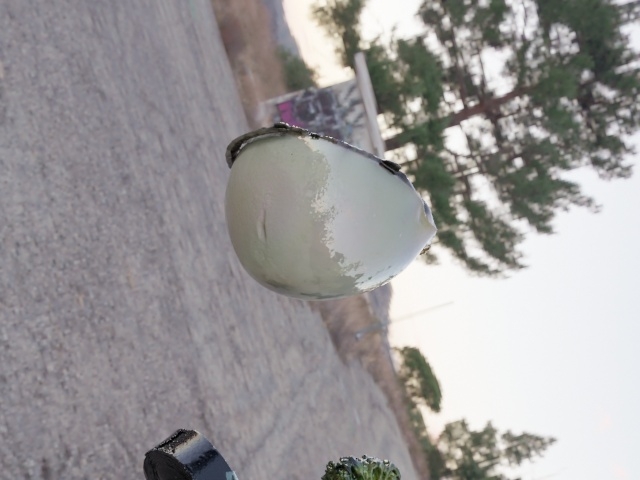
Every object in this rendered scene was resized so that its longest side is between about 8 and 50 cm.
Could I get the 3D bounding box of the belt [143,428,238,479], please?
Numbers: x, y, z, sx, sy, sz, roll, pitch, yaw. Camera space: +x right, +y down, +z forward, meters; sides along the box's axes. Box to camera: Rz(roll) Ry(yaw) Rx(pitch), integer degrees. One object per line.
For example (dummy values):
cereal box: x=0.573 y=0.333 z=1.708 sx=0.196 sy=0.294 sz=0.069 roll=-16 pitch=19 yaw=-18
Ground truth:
belt: x=-0.187 y=0.391 z=1.342 sx=0.078 sy=0.151 sz=0.198 roll=-33 pitch=100 yaw=-43

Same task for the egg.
egg: x=-0.005 y=-0.001 z=1.083 sx=0.286 sy=0.264 sz=0.174 roll=43 pitch=59 yaw=-53

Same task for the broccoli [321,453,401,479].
broccoli: x=0.074 y=0.584 z=1.759 sx=0.145 sy=0.164 sz=0.304 roll=120 pitch=-18 yaw=-52
